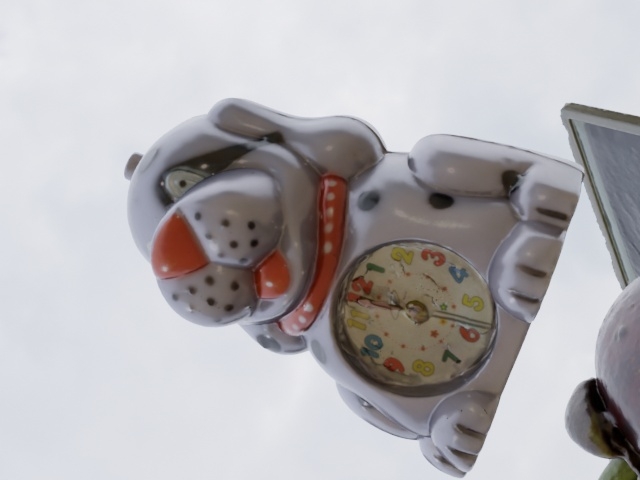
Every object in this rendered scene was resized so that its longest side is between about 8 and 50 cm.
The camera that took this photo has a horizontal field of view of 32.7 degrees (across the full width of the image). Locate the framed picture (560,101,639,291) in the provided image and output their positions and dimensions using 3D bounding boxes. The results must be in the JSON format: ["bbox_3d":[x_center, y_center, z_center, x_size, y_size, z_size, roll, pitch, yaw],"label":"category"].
[{"bbox_3d":[0.334,-0.010,1.022,0.018,0.192,0.265,-44,-53,-19],"label":"framed picture"}]

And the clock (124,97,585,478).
[{"bbox_3d":[0.002,0.001,0.619,0.254,0.189,0.189,21,-108,2],"label":"clock"}]

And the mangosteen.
[{"bbox_3d":[0.297,0.133,0.850,0.215,0.215,0.257,19,-61,-33],"label":"mangosteen"}]
